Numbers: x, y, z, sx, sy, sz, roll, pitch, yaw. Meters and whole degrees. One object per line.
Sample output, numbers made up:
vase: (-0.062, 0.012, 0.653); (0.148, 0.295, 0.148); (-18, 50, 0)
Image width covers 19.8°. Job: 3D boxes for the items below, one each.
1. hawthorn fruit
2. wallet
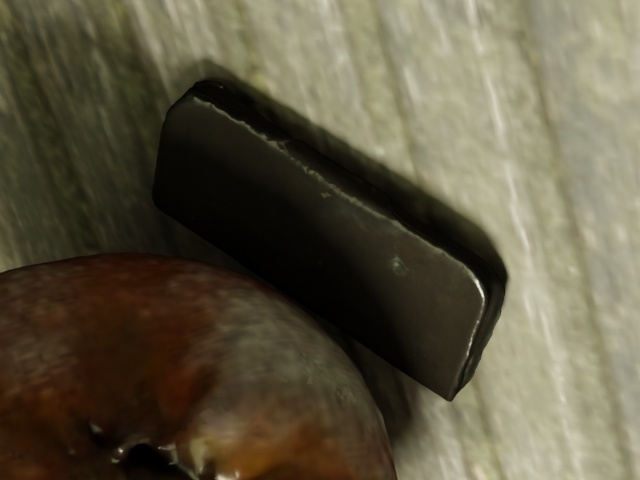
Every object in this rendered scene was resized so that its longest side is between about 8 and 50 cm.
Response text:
hawthorn fruit: (-0.092, 0.136, 0.747); (0.231, 0.235, 0.263); (52, 131, 36)
wallet: (0.000, 0.000, 0.730); (0.157, 0.018, 0.082); (32, 138, 15)
